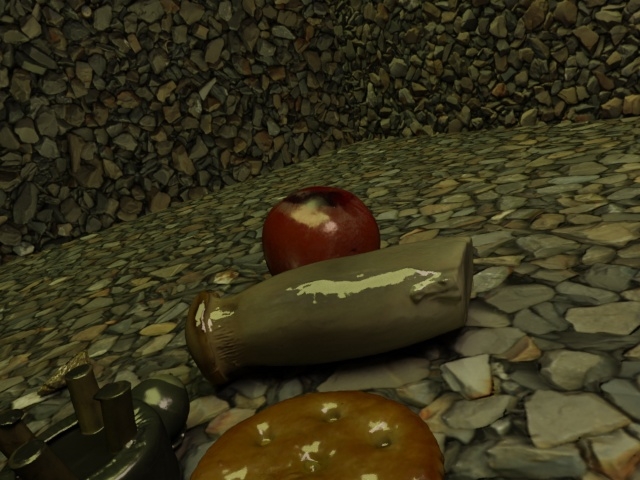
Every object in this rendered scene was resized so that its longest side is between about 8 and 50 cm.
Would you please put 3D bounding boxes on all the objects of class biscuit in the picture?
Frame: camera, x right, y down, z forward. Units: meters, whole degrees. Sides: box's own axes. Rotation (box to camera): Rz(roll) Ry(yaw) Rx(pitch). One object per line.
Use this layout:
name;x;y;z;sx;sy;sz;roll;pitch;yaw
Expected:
biscuit;-0.005;0.207;0.422;0.220;0.066;0.220;-10;17;3

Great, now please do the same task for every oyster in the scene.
oyster;-0.405;0.217;0.818;0.083;0.038;0.080;-45;12;-10

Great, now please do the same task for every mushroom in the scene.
mushroom;0.024;0.090;0.658;0.406;0.138;0.154;-17;28;2

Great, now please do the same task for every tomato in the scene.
tomato;0.000;0.000;0.882;0.207;0.185;0.208;-15;15;4

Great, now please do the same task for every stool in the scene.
stool;-0.223;0.201;0.499;0.153;0.140;0.228;-13;19;1
